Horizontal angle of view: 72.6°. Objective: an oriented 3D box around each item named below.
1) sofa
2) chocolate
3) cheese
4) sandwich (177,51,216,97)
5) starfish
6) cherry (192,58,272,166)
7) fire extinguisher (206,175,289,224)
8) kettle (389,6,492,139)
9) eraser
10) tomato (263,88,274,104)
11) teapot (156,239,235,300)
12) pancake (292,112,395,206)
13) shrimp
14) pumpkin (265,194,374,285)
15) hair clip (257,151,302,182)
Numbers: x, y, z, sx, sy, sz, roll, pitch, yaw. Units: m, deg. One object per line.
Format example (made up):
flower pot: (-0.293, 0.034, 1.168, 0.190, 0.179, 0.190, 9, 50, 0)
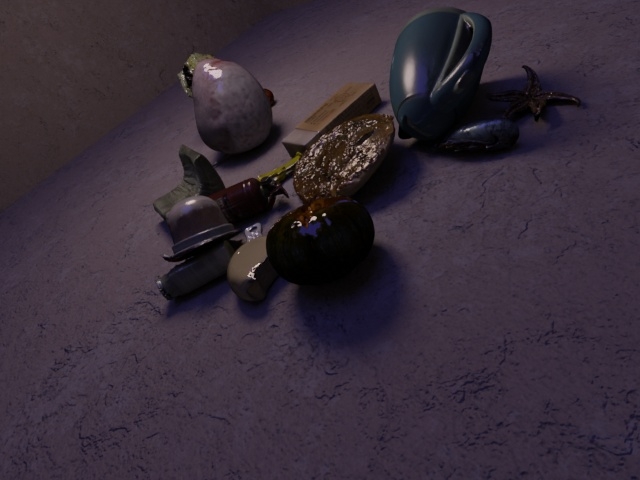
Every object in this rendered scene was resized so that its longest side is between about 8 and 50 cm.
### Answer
sofa: (-0.450, -0.170, 1.416, 0.225, 0.175, 0.210, -39, 37, -13)
chocolate: (-0.327, -0.038, 1.132, 0.222, 0.147, 0.221, -30, -1, 0)
cheese: (-0.168, 0.043, 1.053, 0.163, 0.070, 0.249, -38, 37, -13)
sandwich: (-0.444, -0.645, 1.862, 0.131, 0.325, 0.262, -37, 34, 25)
starfish: (0.518, -0.354, 1.073, 0.213, 0.056, 0.237, 4, 51, 27)
cherry: (-0.326, -0.477, 1.600, 0.292, 0.334, 0.326, -19, 58, -12)
fire extinguisher: (-0.241, -0.093, 1.242, 0.338, 0.106, 0.147, -21, 43, 14)
kettle: (0.309, -0.424, 1.114, 0.319, 0.247, 0.341, -46, 21, 54)
eraser: (0.039, -0.395, 1.434, 0.343, 0.078, 0.144, -45, 38, -18)
tomato: (-0.243, -0.618, 1.905, 0.088, 0.075, 0.087, -8, 49, 9)
teapot: (-0.312, 0.073, 1.115, 0.201, 0.077, 0.107, -28, 16, 3)
pancake: (0.060, -0.223, 1.177, 0.356, 0.065, 0.355, -33, 32, 25)
shrimp: (0.351, -0.243, 1.041, 0.233, 0.079, 0.090, -2, 40, 39)
pumpkin: (0.001, 0.003, 0.908, 0.238, 0.159, 0.238, -22, 11, 5)
hair clip: (-0.128, -0.212, 1.353, 0.173, 0.046, 0.072, -35, 33, -10)
